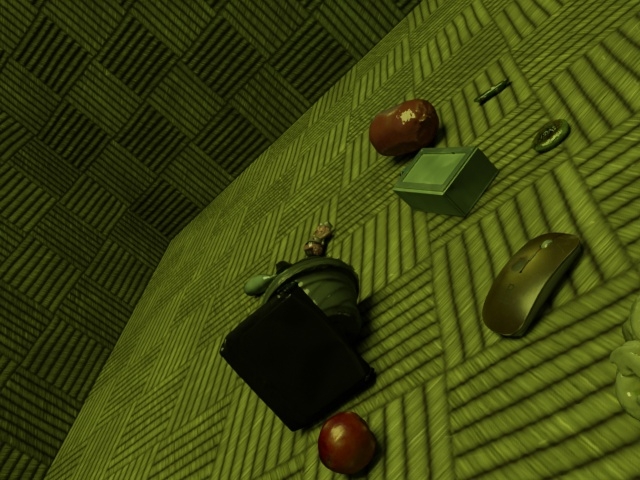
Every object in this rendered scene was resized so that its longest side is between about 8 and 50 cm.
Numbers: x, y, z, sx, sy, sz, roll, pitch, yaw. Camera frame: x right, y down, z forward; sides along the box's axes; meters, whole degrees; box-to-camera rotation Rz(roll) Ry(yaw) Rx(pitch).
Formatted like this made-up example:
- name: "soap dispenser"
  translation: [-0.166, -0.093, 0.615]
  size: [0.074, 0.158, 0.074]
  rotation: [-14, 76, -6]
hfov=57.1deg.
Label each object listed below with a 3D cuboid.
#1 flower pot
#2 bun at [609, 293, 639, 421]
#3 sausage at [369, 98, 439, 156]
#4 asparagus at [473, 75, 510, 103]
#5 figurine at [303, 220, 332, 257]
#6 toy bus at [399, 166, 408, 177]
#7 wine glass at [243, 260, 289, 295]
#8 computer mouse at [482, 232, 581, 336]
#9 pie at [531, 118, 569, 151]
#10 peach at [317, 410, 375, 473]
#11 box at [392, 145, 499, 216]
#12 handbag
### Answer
- name: "flower pot"
  translation: [-0.001, 0.158, 1.245]
  size: [0.235, 0.235, 0.140]
  rotation: [-46, 43, 10]
- name: "bun"
  translation: [0.391, 0.111, 0.570]
  size: [0.229, 0.145, 0.229]
  rotation: [-45, 18, 19]
- name: "sausage"
  translation: [0.234, -0.312, 1.660]
  size: [0.148, 0.148, 0.254]
  rotation: [-58, 16, -22]
- name: "asparagus"
  translation: [0.446, -0.386, 1.517]
  size: [0.108, 0.021, 0.025]
  rotation: [-33, 30, 37]
- name: "figurine"
  translation: [0.000, 0.000, 1.722]
  size: [0.072, 0.054, 0.129]
  rotation: [-7, 36, 41]
- name: "toy bus"
  translation: [0.229, -0.155, 1.530]
  size: [0.046, 0.038, 0.083]
  rotation: [-26, 31, 41]
- name: "wine glass"
  translation: [-0.169, 0.122, 1.833]
  size: [0.198, 0.066, 0.066]
  rotation: [-28, 29, 46]
- name: "computer mouse"
  translation: [0.329, 0.062, 0.925]
  size: [0.199, 0.045, 0.102]
  rotation: [-53, 23, -7]
- name: "pie"
  translation: [0.458, -0.212, 1.179]
  size: [0.084, 0.021, 0.084]
  rotation: [-41, 22, 20]
- name: "peach"
  translation: [0.039, 0.336, 0.970]
  size: [0.100, 0.100, 0.101]
  rotation: [-42, 21, 20]
- name: "box"
  translation: [0.275, -0.136, 1.332]
  size: [0.129, 0.086, 0.225]
  rotation: [-52, 21, -8]
- name: "handbag"
  translation: [-0.047, 0.225, 1.143]
  size: [0.223, 0.247, 0.080]
  rotation: [-41, 4, 22]
